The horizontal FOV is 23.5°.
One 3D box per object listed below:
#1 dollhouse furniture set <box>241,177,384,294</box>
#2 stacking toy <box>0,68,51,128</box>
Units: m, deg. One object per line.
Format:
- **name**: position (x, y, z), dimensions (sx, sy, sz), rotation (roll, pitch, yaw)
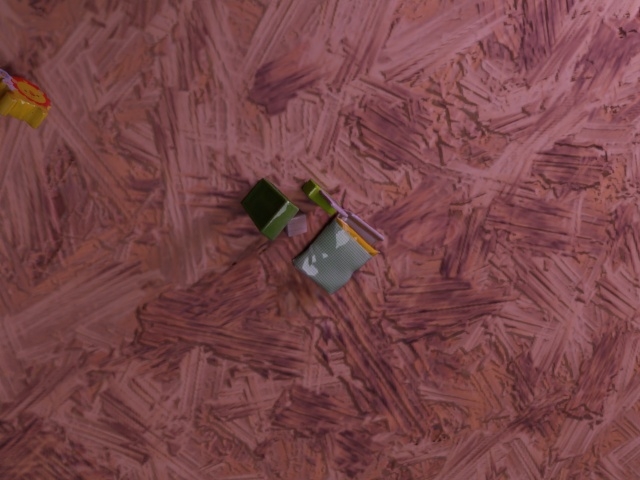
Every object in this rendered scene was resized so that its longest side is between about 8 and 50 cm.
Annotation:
- **dollhouse furniture set**: position (0.000, 0.000, 1.408), dimensions (0.076, 0.058, 0.152), rotation (-48, 126, 5)
- **stacking toy**: position (-0.335, -0.082, 1.166), dimensions (0.221, 0.052, 0.167), rotation (23, 115, -45)
